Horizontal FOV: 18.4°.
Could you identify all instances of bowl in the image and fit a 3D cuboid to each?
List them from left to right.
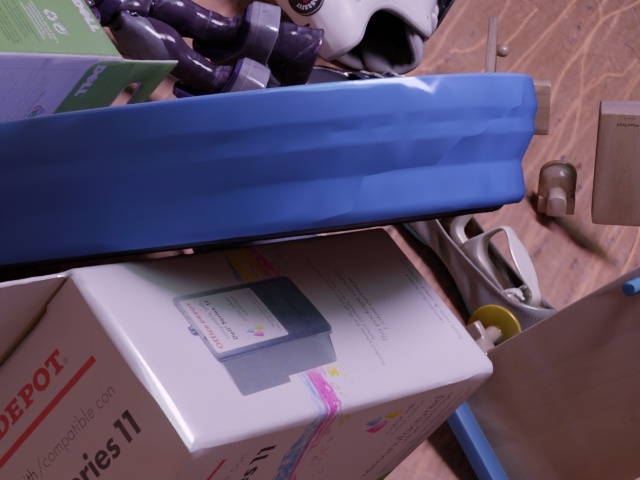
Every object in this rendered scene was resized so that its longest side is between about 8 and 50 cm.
[{"bbox_3d":[-0.066,-0.035,1.151,0.391,0.391,0.077,-8,91,-53],"label":"bowl"}]

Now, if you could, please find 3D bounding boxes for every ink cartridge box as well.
[{"bbox_3d":[-0.206,-0.107,1.309,0.209,0.109,0.062,-5,55,-52],"label":"ink cartridge box"},{"bbox_3d":[-0.090,0.111,1.061,0.353,0.207,0.119,-8,56,-53],"label":"ink cartridge box"}]

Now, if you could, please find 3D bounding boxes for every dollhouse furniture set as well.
[{"bbox_3d":[0.222,-0.108,1.781,0.151,0.144,0.123,3,33,5],"label":"dollhouse furniture set"},{"bbox_3d":[0.282,0.122,1.407,0.198,0.286,0.303,-19,76,-57],"label":"dollhouse furniture set"}]

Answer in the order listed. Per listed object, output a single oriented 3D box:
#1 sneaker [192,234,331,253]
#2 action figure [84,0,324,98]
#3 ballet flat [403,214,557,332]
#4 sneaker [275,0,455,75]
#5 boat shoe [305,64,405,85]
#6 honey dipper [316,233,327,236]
[{"bbox_3d":[-0.070,0.031,1.347,0.098,0.083,0.223,27,21,21],"label":"sneaker"},{"bbox_3d":[-0.141,-0.167,1.486,0.285,0.099,0.185,30,39,-14],"label":"action figure"},{"bbox_3d":[0.121,-0.004,1.601,0.072,0.068,0.213,-2,51,-51],"label":"ballet flat"},{"bbox_3d":[0.057,-0.215,1.778,0.330,0.122,0.146,-18,82,-58],"label":"sneaker"},{"bbox_3d":[0.053,-0.126,1.683,0.206,0.065,0.075,11,42,-42],"label":"boat shoe"},{"bbox_3d":[0.000,0.000,1.498,0.030,0.030,0.161,31,35,-18],"label":"honey dipper"}]
